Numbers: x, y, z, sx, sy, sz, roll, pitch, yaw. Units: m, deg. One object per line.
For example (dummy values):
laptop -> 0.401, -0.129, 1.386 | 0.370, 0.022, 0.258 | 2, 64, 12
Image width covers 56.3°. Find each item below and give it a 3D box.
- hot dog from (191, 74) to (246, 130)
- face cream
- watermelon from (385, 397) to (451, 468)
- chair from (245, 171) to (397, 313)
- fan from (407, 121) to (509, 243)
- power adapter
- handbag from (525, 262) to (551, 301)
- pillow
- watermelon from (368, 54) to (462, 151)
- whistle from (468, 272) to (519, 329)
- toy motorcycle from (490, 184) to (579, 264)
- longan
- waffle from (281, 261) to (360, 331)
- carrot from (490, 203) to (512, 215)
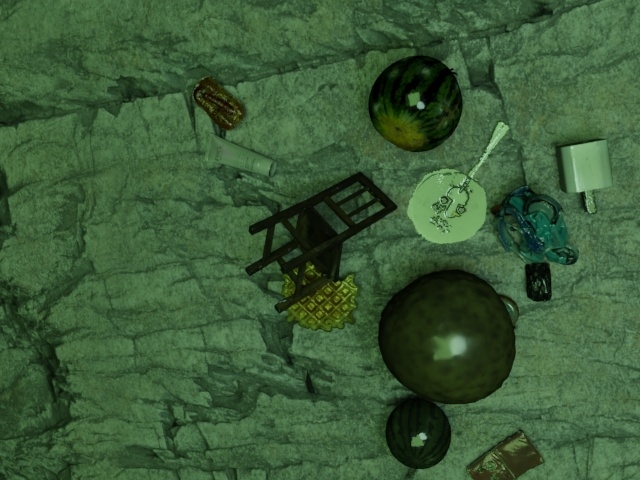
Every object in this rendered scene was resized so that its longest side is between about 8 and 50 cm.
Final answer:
hot dog -> -0.320, -0.427, 1.879 | 0.191, 0.059, 0.108 | 42, 101, 3
face cream -> -0.255, -0.264, 1.899 | 0.244, 0.058, 0.092 | 19, 108, 13
watermelon -> 0.305, 0.599, 1.870 | 0.212, 0.212, 0.212 | 2, 101, 11
chair -> 0.000, 0.000, 1.812 | 0.203, 0.416, 0.240 | 47, 150, 27
fan -> 0.435, -0.169, 1.800 | 0.233, 0.012, 0.414 | 35, 108, 2
power adapter -> 0.743, -0.175, 1.680 | 0.125, 0.130, 0.204 | -10, 99, 12
handbag -> 0.639, 0.134, 1.752 | 0.072, 0.139, 0.115 | -3, 101, 20
pillow -> 0.591, 0.716, 1.920 | 0.232, 0.043, 0.126 | -41, 90, 14
watermelon -> 0.265, -0.380, 1.672 | 0.269, 0.269, 0.268 | 2, 101, 11
whistle -> 0.522, 0.189, 1.831 | 0.220, 0.057, 0.107 | 45, 119, 5
toy motorcycle -> 0.606, -0.027, 1.705 | 0.206, 0.154, 0.260 | -3, 130, 43
longan -> 0.362, 0.274, 1.720 | 0.391, 0.391, 0.390 | 2, 101, 11
waffle -> 0.000, 0.178, 1.930 | 0.261, 0.056, 0.249 | -2, 100, 9
carrot -> 0.574, -0.095, 1.770 | 0.139, 0.048, 0.048 | -2, 100, 12
